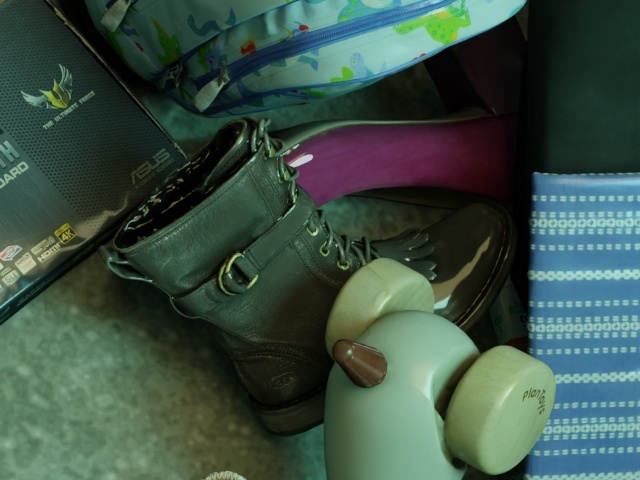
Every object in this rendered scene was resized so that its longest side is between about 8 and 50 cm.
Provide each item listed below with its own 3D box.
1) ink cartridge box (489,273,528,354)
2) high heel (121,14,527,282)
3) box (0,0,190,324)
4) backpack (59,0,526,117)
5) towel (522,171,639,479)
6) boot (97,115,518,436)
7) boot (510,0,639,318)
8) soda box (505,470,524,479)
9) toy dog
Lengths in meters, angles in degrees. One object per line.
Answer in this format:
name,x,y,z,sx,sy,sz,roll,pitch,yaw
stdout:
ink cartridge box,0.170,0.071,1.520,0.062,0.029,0.115,-8,73,-21
high heel,0.038,-0.019,1.473,0.377,0.127,0.181,-30,103,-14
box,-0.239,-0.052,1.416,0.232,0.059,0.183,-39,84,-27
backpack,-0.005,-0.211,1.389,0.290,0.355,0.273,-19,78,-24
towel,0.259,0.114,1.366,0.243,0.040,0.336,-2,102,-8
boot,0.000,0.000,1.370,0.263,0.091,0.229,-38,126,-8
boot,0.320,-0.128,1.357,0.367,0.445,0.146,1,30,5
soda box,0.190,0.256,1.438,0.183,0.063,0.058,42,66,1
toy dog,0.019,0.174,1.281,0.161,0.220,0.334,11,85,-52
